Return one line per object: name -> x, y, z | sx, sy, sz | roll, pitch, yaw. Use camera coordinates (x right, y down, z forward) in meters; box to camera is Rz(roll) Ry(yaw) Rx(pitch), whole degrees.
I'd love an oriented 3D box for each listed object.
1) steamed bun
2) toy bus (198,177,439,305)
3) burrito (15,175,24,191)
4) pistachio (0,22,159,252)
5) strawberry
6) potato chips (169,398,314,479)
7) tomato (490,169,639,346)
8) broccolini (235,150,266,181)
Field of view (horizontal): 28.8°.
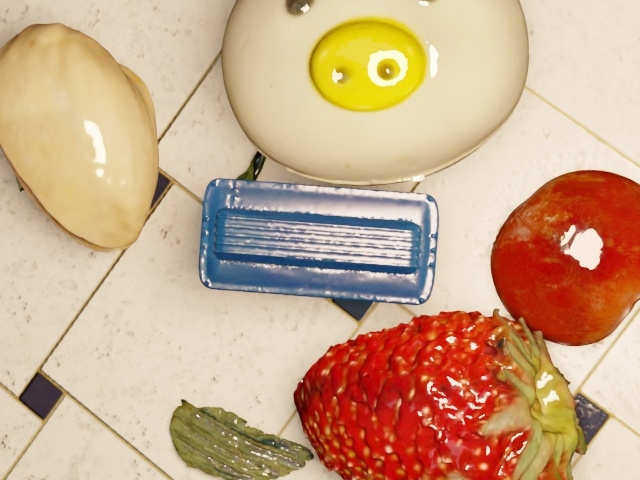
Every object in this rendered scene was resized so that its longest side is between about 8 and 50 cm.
steamed bun -> 0.065, -0.230, 1.525 | 0.374, 0.334, 0.334 | -5, 86, 6
toy bus -> 0.000, 0.000, 1.582 | 0.288, 0.175, 0.138 | 4, 91, 2
burrito -> -0.408, -0.128, 1.752 | 0.074, 0.044, 0.118 | -22, 83, 24
pistachio -> -0.319, -0.136, 1.652 | 0.214, 0.193, 0.318 | -18, 84, -24
strawberry -> 0.139, 0.234, 1.525 | 0.343, 0.292, 0.292 | -24, 82, 31
potato chips -> -0.112, 0.282, 1.679 | 0.207, 0.028, 0.092 | 20, 92, 14
tomato -> 0.318, 0.015, 1.544 | 0.200, 0.139, 0.233 | 44, 97, 17
broccolini -> -0.088, -0.106, 1.687 | 0.054, 0.051, 0.239 | 27, 92, 56
